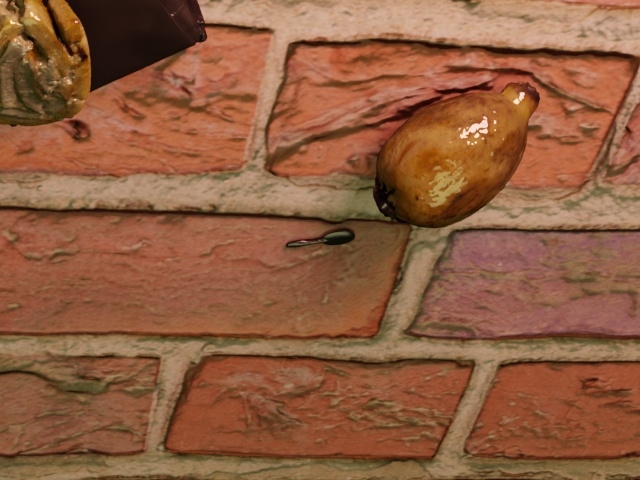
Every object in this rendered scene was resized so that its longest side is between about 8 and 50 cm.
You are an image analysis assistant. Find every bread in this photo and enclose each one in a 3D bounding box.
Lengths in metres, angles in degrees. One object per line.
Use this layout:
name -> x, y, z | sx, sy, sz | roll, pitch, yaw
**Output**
bread -> -0.278, -0.171, 1.632 | 0.117, 0.064, 0.156 | -10, 147, -8

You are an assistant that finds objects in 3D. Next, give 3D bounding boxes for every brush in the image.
brush -> 0.000, 0.000, 2.037 | 0.083, 0.008, 0.024 | -9, 140, -1

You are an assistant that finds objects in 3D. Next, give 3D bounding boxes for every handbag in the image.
handbag -> -0.262, -0.230, 1.682 | 0.246, 0.080, 0.223 | -22, 144, 12

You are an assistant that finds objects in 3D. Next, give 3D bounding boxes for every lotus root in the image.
lotus root -> 0.151, -0.097, 1.879 | 0.214, 0.138, 0.138 | -41, 131, 16
